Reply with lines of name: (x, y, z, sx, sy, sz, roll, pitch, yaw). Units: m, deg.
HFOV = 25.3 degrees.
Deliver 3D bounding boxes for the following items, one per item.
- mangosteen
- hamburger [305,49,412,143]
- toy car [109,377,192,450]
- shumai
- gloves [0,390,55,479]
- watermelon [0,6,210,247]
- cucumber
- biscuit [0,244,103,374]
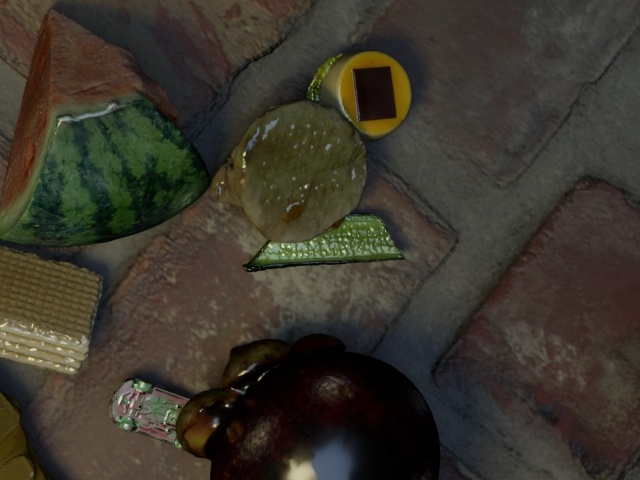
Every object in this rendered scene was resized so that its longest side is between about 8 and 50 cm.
mangosteen: (-0.016, 0.257, 1.798, 0.307, 0.307, 0.347, -42, 71, -7)
hamburger: (0.050, -0.190, 1.890, 0.141, 0.081, 0.126, -26, 99, -22)
toy car: (-0.211, 0.224, 1.862, 0.142, 0.055, 0.069, 24, 88, -25)
shumai: (-0.044, -0.095, 1.850, 0.201, 0.120, 0.201, -10, 113, -24)
gloves: (-0.438, 0.248, 1.772, 0.154, 0.141, 0.331, -35, 98, -7)
watermelon: (-0.317, -0.123, 1.766, 0.292, 0.283, 0.250, 39, 68, 15)
cucumber: (0.000, 0.000, 1.904, 0.220, 0.046, 0.070, -4, 90, -13)
biscuit: (-0.486, 0.048, 1.761, 0.426, 0.078, 0.144, 16, 44, -13)
